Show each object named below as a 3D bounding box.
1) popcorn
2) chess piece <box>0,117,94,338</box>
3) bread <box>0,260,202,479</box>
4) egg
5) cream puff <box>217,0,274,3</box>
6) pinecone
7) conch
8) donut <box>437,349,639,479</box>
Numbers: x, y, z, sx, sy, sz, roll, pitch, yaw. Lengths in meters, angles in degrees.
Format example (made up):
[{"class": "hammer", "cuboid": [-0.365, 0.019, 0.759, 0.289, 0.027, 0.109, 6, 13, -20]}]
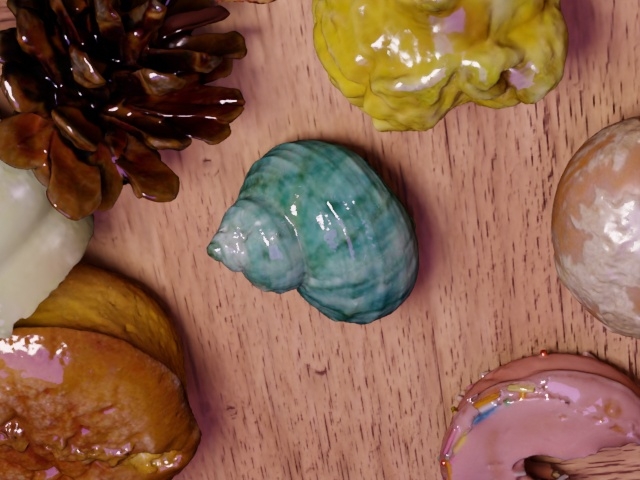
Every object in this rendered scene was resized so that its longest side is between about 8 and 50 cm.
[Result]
[{"class": "popcorn", "cuboid": [0.107, -0.191, 1.632, 0.203, 0.200, 0.226, 17, 96, -42]}, {"class": "chess piece", "cuboid": [-0.403, -0.123, 1.667, 0.234, 0.234, 0.442, -24, 117, 18]}, {"class": "bread", "cuboid": [-0.262, 0.153, 1.866, 0.312, 0.172, 0.312, -1, 139, -1]}, {"class": "egg", "cuboid": [0.299, -0.012, 1.730, 0.195, 0.195, 0.233, -17, 128, 13]}, {"class": "cream puff", "cuboid": [-0.062, -0.311, 1.542, 0.240, 0.164, 0.240, -2, 138, -2]}, {"class": "pinecone", "cuboid": [-0.170, -0.141, 1.644, 0.201, 0.202, 0.229, -20, 103, 26]}, {"class": "conch", "cuboid": [-0.003, 0.001, 1.782, 0.202, 0.134, 0.196, 11, 124, -7]}, {"class": "donut", "cuboid": [0.218, 0.202, 1.953, 0.199, 0.085, 0.233, 21, 124, -14]}]
